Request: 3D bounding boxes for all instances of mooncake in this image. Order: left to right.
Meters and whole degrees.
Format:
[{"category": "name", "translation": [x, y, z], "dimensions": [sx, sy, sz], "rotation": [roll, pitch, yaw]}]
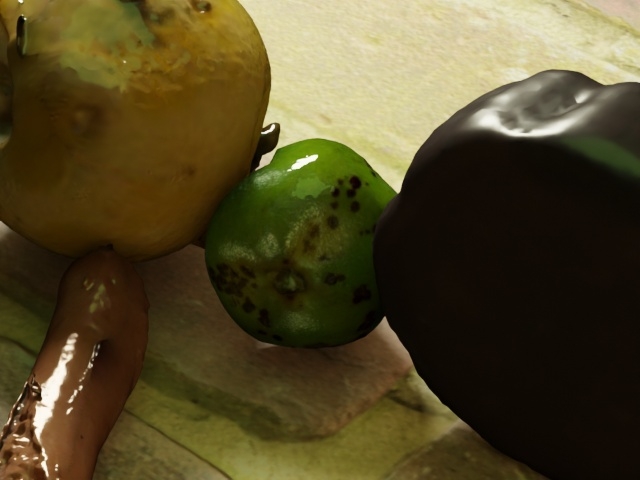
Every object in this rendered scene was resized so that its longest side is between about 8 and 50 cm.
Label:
[{"category": "mooncake", "translation": [0.179, 0.023, 1.223], "dimensions": [0.283, 0.283, 0.141], "rotation": [27, 46, 22]}]

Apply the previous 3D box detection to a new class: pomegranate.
[{"category": "pomegranate", "translation": [0.009, -0.001, 1.333], "dimensions": [0.122, 0.143, 0.169], "rotation": [-11, 9, 38]}]

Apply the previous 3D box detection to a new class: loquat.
[{"category": "loquat", "translation": [-0.139, -0.091, 1.364], "dimensions": [0.244, 0.244, 0.244], "rotation": [6, 37, -4]}]

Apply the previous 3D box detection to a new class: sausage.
[{"category": "sausage", "translation": [-0.159, 0.117, 1.199], "dimensions": [0.078, 0.078, 0.304], "rotation": [10, 39, 1]}]
